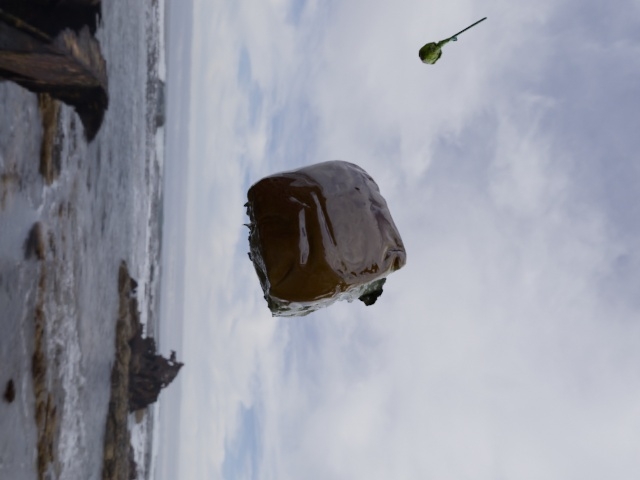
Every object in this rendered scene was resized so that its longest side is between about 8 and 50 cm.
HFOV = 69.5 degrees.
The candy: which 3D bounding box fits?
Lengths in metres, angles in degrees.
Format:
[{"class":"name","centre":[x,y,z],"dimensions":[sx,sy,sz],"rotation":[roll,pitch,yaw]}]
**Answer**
[{"class":"candy","centre":[0.216,-0.329,0.754],"dimensions":[0.123,0.035,0.035],"rotation":[-22,-123,40]}]

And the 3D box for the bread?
[{"class":"bread","centre":[0.000,0.000,0.816],"dimensions":[0.225,0.250,0.279],"rotation":[101,-26,-54]}]
